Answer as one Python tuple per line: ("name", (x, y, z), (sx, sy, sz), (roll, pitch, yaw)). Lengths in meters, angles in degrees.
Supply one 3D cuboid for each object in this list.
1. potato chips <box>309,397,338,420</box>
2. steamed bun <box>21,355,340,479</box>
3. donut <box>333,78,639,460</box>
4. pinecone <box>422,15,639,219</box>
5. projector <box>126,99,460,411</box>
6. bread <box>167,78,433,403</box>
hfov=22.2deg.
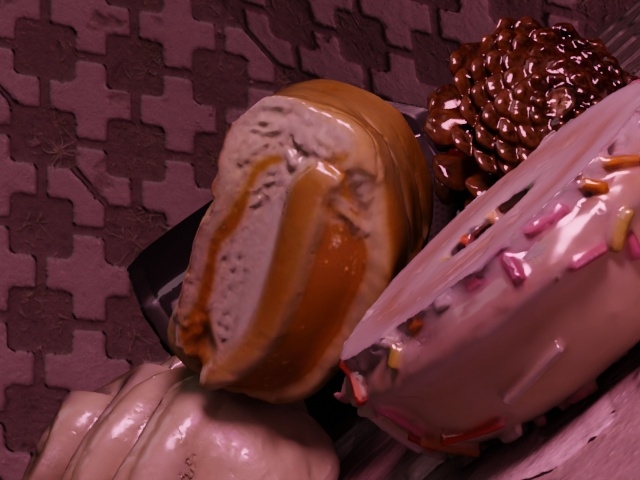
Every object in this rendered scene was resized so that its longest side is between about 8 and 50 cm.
("potato chips", (-0.078, 0.242, 2.100), (0.429, 0.070, 0.358), (-43, 6, -15))
("steamed bun", (-0.166, 0.241, 1.662), (0.339, 0.247, 0.352), (-39, 1, 3))
("donut", (0.180, 0.031, 1.337), (0.382, 0.142, 0.382), (-42, 3, 3))
("pinecone", (0.213, -0.086, 1.691), (0.246, 0.246, 0.292), (-43, -14, -25))
("projector", (-0.010, 0.032, 1.992), (0.405, 0.242, 0.395), (-34, 12, -4))
("bread", (0.000, 0.000, 1.612), (0.341, 0.210, 0.300), (-44, -22, -79))
